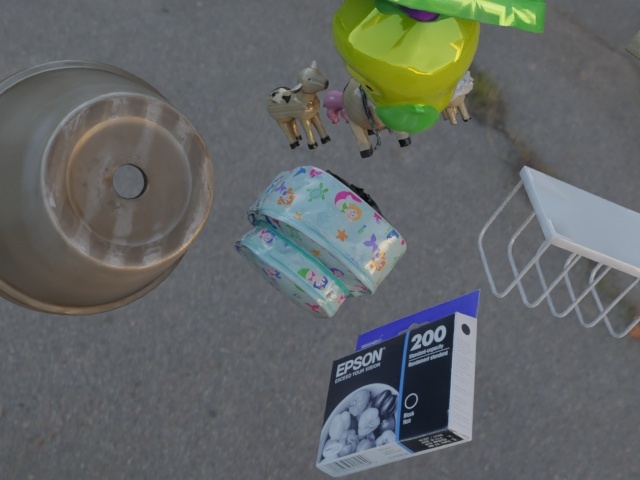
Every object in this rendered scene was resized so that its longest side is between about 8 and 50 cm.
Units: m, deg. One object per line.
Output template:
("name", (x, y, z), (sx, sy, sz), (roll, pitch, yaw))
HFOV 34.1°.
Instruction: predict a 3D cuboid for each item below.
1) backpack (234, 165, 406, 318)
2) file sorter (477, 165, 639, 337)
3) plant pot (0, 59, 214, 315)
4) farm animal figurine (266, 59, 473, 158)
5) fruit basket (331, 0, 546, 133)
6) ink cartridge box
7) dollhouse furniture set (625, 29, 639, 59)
("backpack", (0.000, 0.000, 1.546), (0.225, 0.253, 0.191), (40, 73, -11))
("file sorter", (0.445, 0.031, 1.830), (0.278, 0.173, 0.192), (19, 36, -21))
("plant pot", (-0.256, -0.065, 1.211), (0.323, 0.280, 0.323), (0, 90, -27))
("farm animal figurine", (0.069, -0.267, 1.809), (0.330, 0.172, 0.326), (-23, 25, 0))
("fruit basket", (0.080, -0.303, 1.202), (0.283, 0.392, 0.392), (5, 48, -32))
("ink cartridge box", (0.093, 0.162, 1.242), (0.045, 0.206, 0.208), (37, 45, -30))
("dollhouse furniture set", (0.520, -0.328, 1.318), (0.212, 0.242, 0.161), (38, 46, 7))
